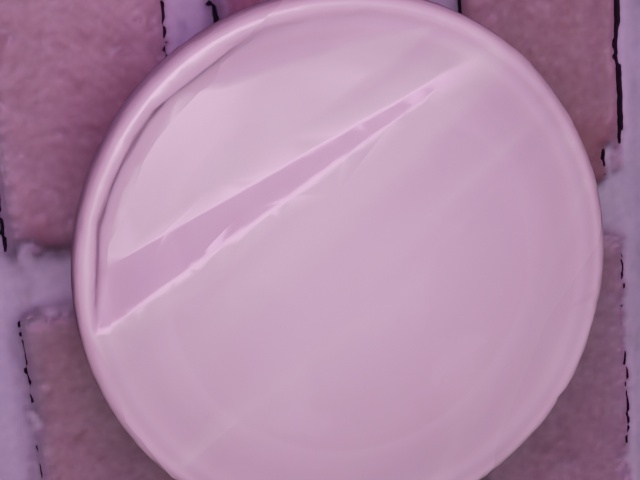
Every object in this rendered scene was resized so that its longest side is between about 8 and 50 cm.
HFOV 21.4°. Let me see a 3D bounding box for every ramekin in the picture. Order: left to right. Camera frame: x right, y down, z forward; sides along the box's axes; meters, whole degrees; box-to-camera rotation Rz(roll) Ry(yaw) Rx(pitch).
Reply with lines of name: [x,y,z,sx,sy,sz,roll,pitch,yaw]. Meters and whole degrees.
ramekin: [0.000,0.000,0.878,0.272,0.127,0.273,-4,105,-14]
